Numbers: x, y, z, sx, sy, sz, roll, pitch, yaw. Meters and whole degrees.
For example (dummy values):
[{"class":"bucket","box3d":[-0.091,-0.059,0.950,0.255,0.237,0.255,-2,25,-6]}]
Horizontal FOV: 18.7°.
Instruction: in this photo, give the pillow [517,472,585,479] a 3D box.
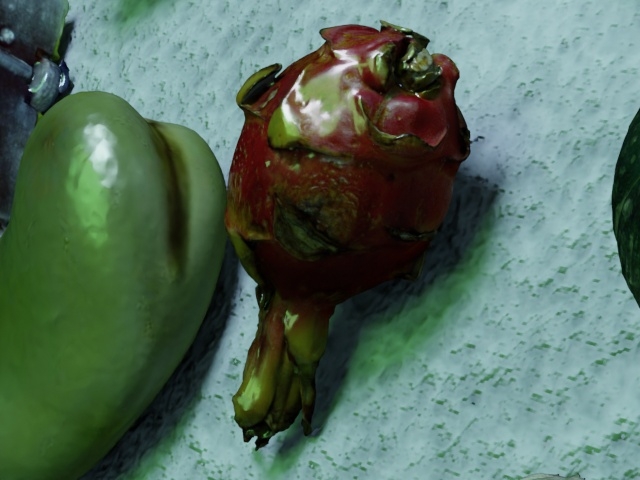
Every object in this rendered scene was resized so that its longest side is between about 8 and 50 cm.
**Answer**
[{"class":"pillow","box3d":[0.136,0.165,0.833,0.232,0.038,0.131,1,70,51]}]

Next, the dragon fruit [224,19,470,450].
[{"class":"dragon fruit","box3d":[0.000,0.000,1.048,0.125,0.125,0.246,-115,39,-79]}]

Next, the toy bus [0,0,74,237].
[{"class":"toy bus","box3d":[-0.278,-0.052,1.392,0.139,0.113,0.302,-16,54,46]}]

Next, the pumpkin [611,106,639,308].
[{"class":"pumpkin","box3d":[0.210,-0.025,0.797,0.190,0.146,0.190,-18,38,15]}]

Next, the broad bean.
[{"class":"broad bean","box3d":[-0.147,0.044,1.190,0.189,0.121,0.263,47,116,47]}]
